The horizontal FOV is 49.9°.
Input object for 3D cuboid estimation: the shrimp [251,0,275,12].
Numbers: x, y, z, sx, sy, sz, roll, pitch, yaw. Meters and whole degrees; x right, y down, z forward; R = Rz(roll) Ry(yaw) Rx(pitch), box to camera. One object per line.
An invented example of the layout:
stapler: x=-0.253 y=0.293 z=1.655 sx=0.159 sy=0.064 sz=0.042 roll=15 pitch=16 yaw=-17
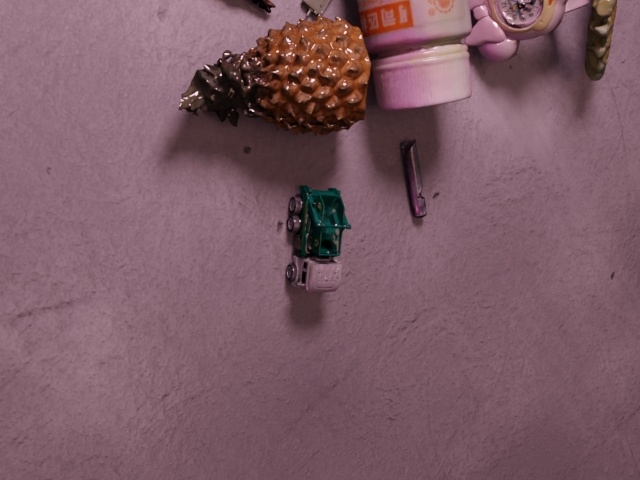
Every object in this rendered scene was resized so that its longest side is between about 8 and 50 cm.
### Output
shrimp: x=-0.166 y=-0.520 z=1.242 sx=0.262 sy=0.117 sz=0.066 roll=35 pitch=42 yaw=-25

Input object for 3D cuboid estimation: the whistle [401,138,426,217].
whistle: x=0.209 y=-0.137 z=1.530 sx=0.033 sy=0.033 sz=0.177 roll=-18 pitch=107 yaw=-22

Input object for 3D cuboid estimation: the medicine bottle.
medicine bottle: x=0.183 y=-0.464 z=1.360 sx=0.219 sy=0.219 sz=0.388 roll=-16 pitch=106 yaw=-22

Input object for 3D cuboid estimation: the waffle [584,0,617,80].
waffle: x=0.644 y=-0.533 z=1.560 sx=0.309 sy=0.056 sz=0.292 roll=48 pitch=54 yaw=-66

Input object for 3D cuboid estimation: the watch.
watch: x=0.453 y=-0.524 z=1.509 sx=0.217 sy=0.248 sz=0.211 roll=-34 pitch=113 yaw=-45

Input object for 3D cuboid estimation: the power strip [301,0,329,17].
power strip: x=0.005 y=-0.505 z=1.376 sx=0.051 sy=0.019 sz=0.136 roll=31 pitch=85 yaw=-28

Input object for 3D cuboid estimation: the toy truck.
toy truck: x=0.000 y=0.000 z=1.405 sx=0.110 sy=0.116 sz=0.216 roll=3 pitch=97 yaw=-26

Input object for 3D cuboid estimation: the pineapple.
pineapple: x=-0.094 y=-0.292 z=1.275 sx=0.357 sy=0.223 sz=0.223 roll=-11 pitch=103 yaw=-14
